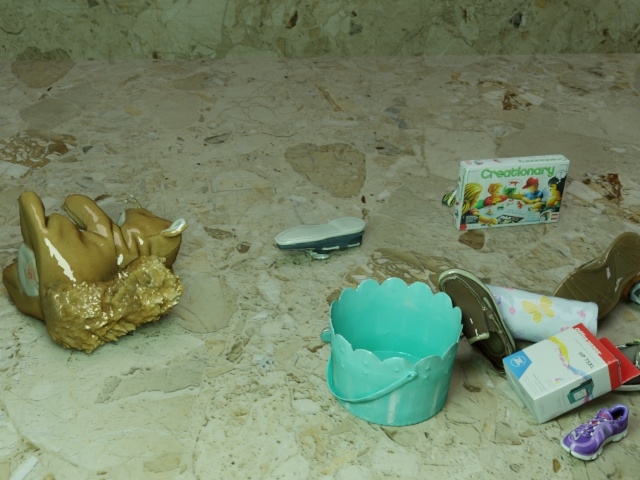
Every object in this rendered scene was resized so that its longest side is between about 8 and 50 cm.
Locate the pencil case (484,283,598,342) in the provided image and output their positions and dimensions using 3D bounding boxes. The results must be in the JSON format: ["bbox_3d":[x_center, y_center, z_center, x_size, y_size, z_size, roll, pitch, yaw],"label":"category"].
[{"bbox_3d":[0.465,0.170,1.793,0.273,0.124,0.114,11,64,6],"label":"pencil case"}]

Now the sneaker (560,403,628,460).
[{"bbox_3d":[0.517,0.352,1.547,0.169,0.071,0.068,-21,37,-34],"label":"sneaker"}]

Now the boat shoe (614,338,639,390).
[{"bbox_3d":[0.698,0.240,1.703,0.324,0.097,0.117,-4,29,6],"label":"boat shoe"}]

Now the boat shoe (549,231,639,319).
[{"bbox_3d":[0.643,0.111,1.949,0.342,0.123,0.123,-39,78,-25],"label":"boat shoe"}]

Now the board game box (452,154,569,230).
[{"bbox_3d":[0.526,-0.134,2.275,0.305,0.193,0.053,-5,30,-13],"label":"board game box"}]

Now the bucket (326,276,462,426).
[{"bbox_3d":[0.142,0.221,1.635,0.281,0.183,0.281,2,29,-1],"label":"bucket"}]

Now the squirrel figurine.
[{"bbox_3d":[-0.458,0.069,1.842,0.370,0.281,0.397,-9,44,-40],"label":"squirrel figurine"}]

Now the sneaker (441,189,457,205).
[{"bbox_3d":[0.381,-0.130,2.419,0.035,0.031,0.083,13,31,19],"label":"sneaker"}]

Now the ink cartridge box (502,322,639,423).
[{"bbox_3d":[0.501,0.253,1.640,0.231,0.078,0.134,-24,34,-5],"label":"ink cartridge box"}]

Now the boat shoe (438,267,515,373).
[{"bbox_3d":[0.329,0.170,1.692,0.095,0.257,0.095,-30,22,27],"label":"boat shoe"}]

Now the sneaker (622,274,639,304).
[{"bbox_3d":[0.839,0.115,1.984,0.214,0.084,0.083,-18,34,-13],"label":"sneaker"}]

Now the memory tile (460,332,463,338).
[{"bbox_3d":[0.327,0.178,1.895,0.113,0.012,0.148,-4,31,-11],"label":"memory tile"}]

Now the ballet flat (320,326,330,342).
[{"bbox_3d":[0.056,0.205,1.803,0.114,0.041,0.041,3,30,0],"label":"ballet flat"}]

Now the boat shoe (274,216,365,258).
[{"bbox_3d":[0.000,0.000,2.115,0.254,0.079,0.095,-14,31,-31],"label":"boat shoe"}]
